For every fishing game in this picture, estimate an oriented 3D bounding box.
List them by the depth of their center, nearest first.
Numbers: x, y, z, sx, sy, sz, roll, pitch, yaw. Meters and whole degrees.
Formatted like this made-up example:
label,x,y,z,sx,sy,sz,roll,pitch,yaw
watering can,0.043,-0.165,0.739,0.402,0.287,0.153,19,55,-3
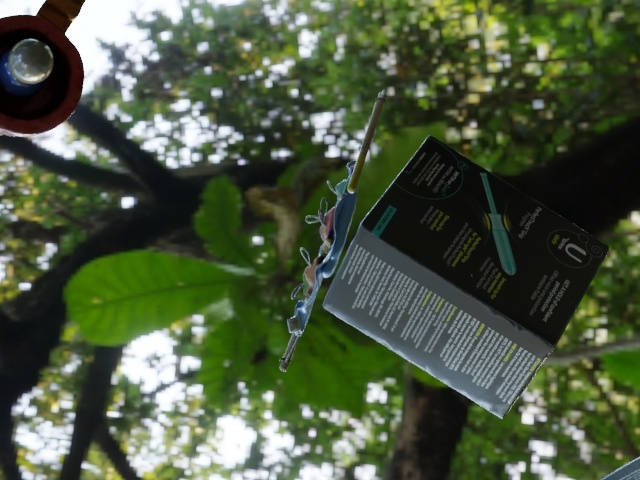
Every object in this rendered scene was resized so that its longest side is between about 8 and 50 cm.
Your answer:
label,x,y,z,sx,sy,sz,roll,pitch,yaw
fishing game,0.000,0.000,1.242,0.264,0.041,0.189,110,180,-49

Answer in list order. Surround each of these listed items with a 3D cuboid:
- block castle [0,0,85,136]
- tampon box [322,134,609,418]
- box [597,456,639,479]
label,x,y,z,sx,sy,sz,roll,pitch,yaw
block castle,-0.218,-0.326,0.985,0.303,0.213,0.453,35,-106,-18
tampon box,0.107,0.027,1.005,0.120,0.161,0.101,-51,-10,-41
box,0.224,0.277,1.001,0.059,0.233,0.183,1,-119,-29
